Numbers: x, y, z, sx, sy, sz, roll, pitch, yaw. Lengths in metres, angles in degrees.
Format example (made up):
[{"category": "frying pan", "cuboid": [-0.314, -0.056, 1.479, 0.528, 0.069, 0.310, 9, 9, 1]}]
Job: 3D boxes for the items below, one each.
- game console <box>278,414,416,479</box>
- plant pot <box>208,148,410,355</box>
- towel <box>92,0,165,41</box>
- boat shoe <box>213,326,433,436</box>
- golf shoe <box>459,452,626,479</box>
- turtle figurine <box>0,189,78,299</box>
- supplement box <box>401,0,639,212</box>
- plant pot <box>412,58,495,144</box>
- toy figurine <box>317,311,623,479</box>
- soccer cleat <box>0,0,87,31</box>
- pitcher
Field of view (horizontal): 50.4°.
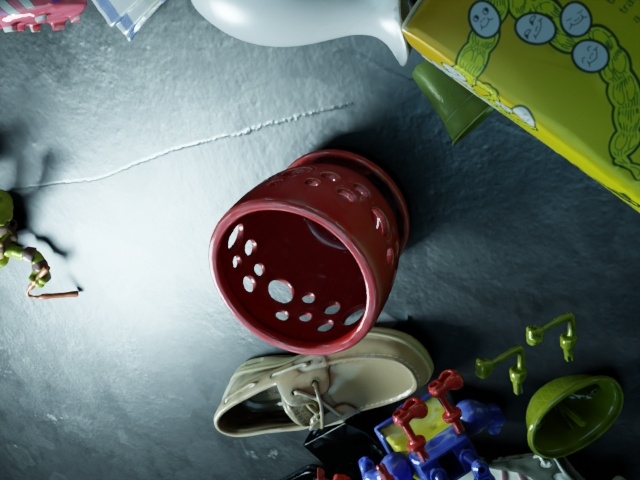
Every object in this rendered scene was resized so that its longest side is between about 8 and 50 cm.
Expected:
[{"category": "game console", "cuboid": [0.031, 0.396, 1.073, 0.213, 0.044, 0.361, 43, 133, -4]}, {"category": "plant pot", "cuboid": [0.000, 0.000, 0.746, 0.191, 0.174, 0.191, 13, 127, 18]}, {"category": "towel", "cuboid": [-0.178, -0.363, 0.682, 0.285, 0.034, 0.209, -28, 104, 35]}, {"category": "boat shoe", "cuboid": [-0.003, 0.212, 0.932, 0.341, 0.110, 0.121, -22, 110, 35]}, {"category": "golf shoe", "cuboid": [0.265, 0.317, 0.899, 0.273, 0.105, 0.120, 19, 97, 24]}, {"category": "turtle figurine", "cuboid": [-0.494, -0.004, 1.036, 0.270, 0.087, 0.217, 22, 149, -4]}, {"category": "supplement box", "cuboid": [0.259, -0.122, 0.489, 0.357, 0.194, 0.195, 36, 106, 0]}, {"category": "plant pot", "cuboid": [0.131, -0.148, 0.652, 0.079, 0.083, 0.083, 48, 130, 5]}, {"category": "toy figurine", "cuboid": [0.153, 0.218, 0.848, 0.363, 0.217, 0.191, -34, 103, -6]}, {"category": "soccer cleat", "cuboid": [-0.369, -0.286, 0.788, 0.248, 0.083, 0.095, 5, 108, 35]}, {"category": "pitcher", "cuboid": [-0.006, -0.262, 0.619, 0.207, 0.125, 0.177, 11, 112, 6]}]
